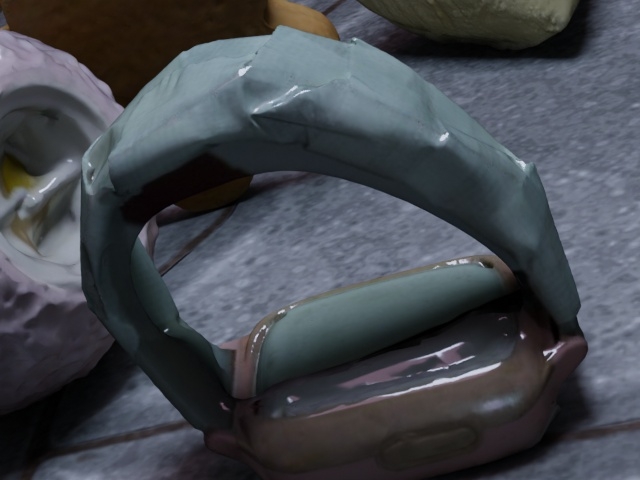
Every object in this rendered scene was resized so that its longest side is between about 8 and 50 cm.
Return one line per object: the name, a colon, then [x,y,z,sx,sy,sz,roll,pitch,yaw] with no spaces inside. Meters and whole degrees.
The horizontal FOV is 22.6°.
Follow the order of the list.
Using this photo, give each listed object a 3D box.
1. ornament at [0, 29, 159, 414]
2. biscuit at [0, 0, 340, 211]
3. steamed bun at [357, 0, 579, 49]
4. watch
ornament: [-0.239,-0.013,1.041,0.225,0.259,0.259,-18,21,40]
biscuit: [-0.164,-0.103,1.186,0.355,0.275,0.052,-31,43,15]
steamed bun: [0.124,-0.228,1.395,0.212,0.110,0.231,6,28,10]
watch: [0.000,0.000,0.876,0.253,0.241,0.162,-16,24,5]
